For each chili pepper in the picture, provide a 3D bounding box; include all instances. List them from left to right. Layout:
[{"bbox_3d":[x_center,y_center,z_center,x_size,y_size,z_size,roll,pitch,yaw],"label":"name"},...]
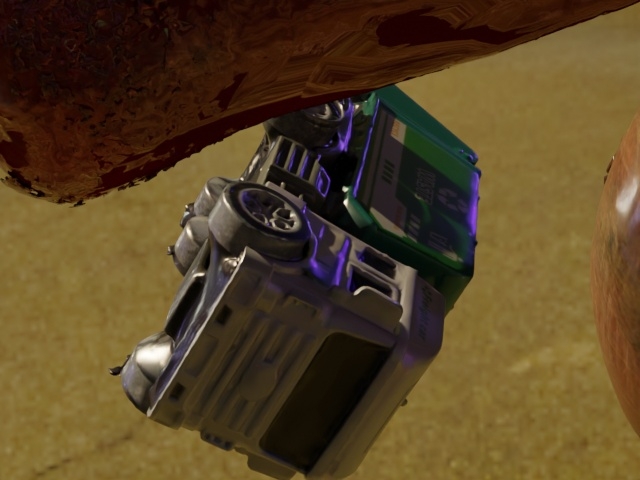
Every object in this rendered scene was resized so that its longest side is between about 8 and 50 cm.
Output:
[{"bbox_3d":[-0.003,-0.089,0.460,0.388,0.110,0.110,-17,16,-1],"label":"chili pepper"}]

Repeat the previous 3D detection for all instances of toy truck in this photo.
[{"bbox_3d":[0.000,0.000,0.667,0.124,0.114,0.253,27,27,-8],"label":"toy truck"}]

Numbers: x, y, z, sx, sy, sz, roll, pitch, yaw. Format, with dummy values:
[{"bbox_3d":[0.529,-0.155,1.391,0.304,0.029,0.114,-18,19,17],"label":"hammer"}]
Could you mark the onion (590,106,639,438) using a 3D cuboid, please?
[{"bbox_3d":[0.314,0.002,0.775,0.354,0.353,0.353,-4,16,1],"label":"onion"}]
